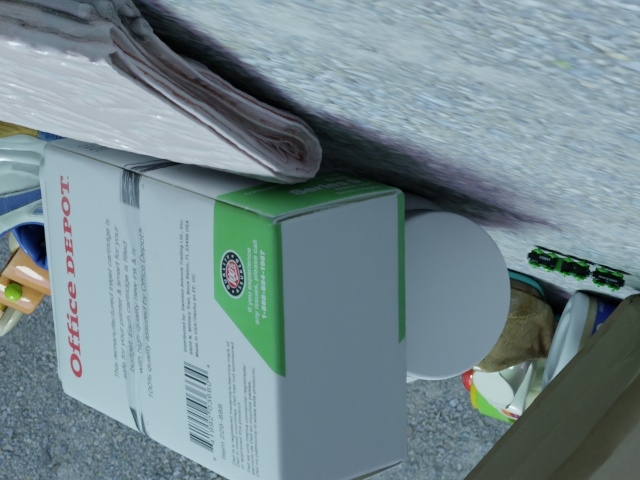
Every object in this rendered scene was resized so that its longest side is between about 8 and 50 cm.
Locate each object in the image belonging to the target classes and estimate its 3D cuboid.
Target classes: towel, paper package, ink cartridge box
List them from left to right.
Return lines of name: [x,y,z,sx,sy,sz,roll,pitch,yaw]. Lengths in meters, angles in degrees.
towel: [-0.198,-0.118,1.184,0.332,0.053,0.317,15,173,22]
ink cartridge box: [-0.075,0.041,1.363,0.121,0.211,0.289,-15,-157,-36]
paper package: [0.306,0.253,1.573,0.325,0.309,0.168,46,170,-19]

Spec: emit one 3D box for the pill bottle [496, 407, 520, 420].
pill bottle: [0.318,0.175,2.194,0.221,0.121,0.121,13,173,40]

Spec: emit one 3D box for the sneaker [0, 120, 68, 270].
sneaker: [-0.247,-0.029,1.875,0.112,0.131,0.296,10,173,42]

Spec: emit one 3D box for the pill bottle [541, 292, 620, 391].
pill bottle: [0.312,0.127,1.758,0.187,0.112,0.112,17,175,0]

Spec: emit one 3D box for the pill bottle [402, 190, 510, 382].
pill bottle: [0.031,0.034,1.475,0.153,0.153,0.265,20,175,-24]

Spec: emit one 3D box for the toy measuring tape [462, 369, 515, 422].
toy measuring tape: [0.216,0.173,2.338,0.121,0.121,0.330,15,-176,23]

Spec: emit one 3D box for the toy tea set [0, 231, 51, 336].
toy tea set: [-0.330,-0.016,2.052,0.124,0.200,0.336,33,161,-10]

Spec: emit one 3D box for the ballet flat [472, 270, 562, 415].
ballet flat: [0.205,0.114,1.909,0.116,0.124,0.342,16,175,19]

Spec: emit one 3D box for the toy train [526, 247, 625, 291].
toy train: [0.210,0.023,1.531,0.083,0.017,0.024,17,-175,8]
